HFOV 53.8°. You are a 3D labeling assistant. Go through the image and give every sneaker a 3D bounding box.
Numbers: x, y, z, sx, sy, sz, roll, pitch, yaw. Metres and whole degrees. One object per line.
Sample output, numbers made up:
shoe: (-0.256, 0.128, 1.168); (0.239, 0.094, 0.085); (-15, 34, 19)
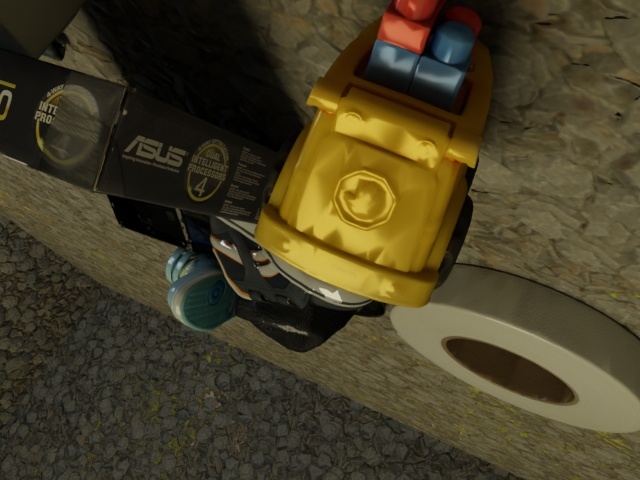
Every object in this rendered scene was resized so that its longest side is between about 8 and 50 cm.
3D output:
sneaker: (-0.266, 0.085, 1.301); (0.208, 0.127, 0.319); (22, -173, 19)
sneaker: (-0.042, 0.031, 0.869); (0.321, 0.126, 0.127); (35, 128, 43)

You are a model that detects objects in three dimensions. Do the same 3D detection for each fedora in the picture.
fedora: (-0.049, 0.114, 1.173); (0.334, 0.152, 0.334); (26, 162, 9)

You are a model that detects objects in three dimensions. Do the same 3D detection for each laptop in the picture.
laptop: (-0.305, -0.067, 1.292); (0.234, 0.136, 0.264); (15, 132, 34)

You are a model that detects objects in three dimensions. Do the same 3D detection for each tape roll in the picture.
tape roll: (0.289, 0.165, 0.942); (0.392, 0.072, 0.392); (25, 161, 9)

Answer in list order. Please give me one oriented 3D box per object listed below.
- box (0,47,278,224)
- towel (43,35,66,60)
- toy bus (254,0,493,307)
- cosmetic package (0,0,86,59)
box: (-0.213, -0.109, 0.694); (0.319, 0.097, 0.395); (23, -175, 23)
towel: (-0.507, -0.371, 0.759); (0.371, 0.040, 0.271); (24, 161, 11)
toy bus: (0.061, -0.097, 0.469); (0.150, 0.220, 0.211); (21, 128, 6)
cosmetic package: (-0.329, -0.292, 0.581); (0.086, 0.117, 0.231); (19, 158, 28)
